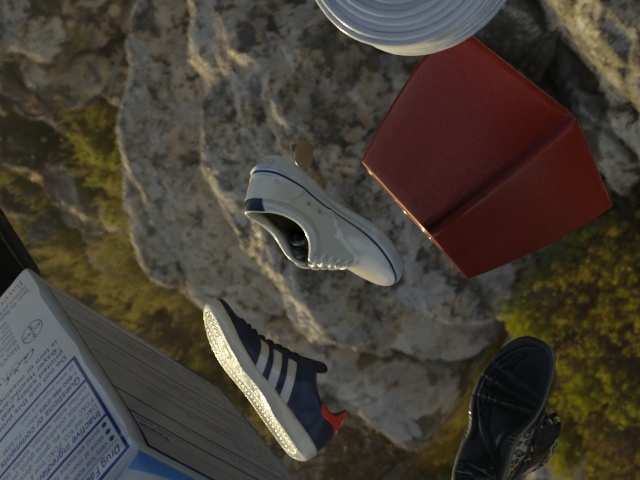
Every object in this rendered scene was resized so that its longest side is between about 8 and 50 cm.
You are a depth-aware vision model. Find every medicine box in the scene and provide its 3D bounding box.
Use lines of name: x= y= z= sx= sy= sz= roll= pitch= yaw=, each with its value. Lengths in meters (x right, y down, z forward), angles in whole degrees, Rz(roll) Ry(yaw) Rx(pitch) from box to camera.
medicine box: x=-0.157 y=0.195 z=0.707 sx=0.263 sy=0.149 sz=0.289 roll=42 pitch=177 yaw=-40

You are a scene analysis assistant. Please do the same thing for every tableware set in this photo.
tableware set: x=-0.038 y=-0.120 z=1.753 sx=0.020 sy=0.141 sz=0.168 roll=2 pitch=133 yaw=36

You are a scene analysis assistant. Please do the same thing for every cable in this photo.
cable: x=0.100 y=-0.336 z=0.923 sx=0.257 sy=0.089 sz=0.257 roll=-7 pitch=99 yaw=26

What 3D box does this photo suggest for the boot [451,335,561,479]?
boot: x=0.264 y=0.225 z=1.096 sx=0.085 sy=0.179 sz=0.236 roll=27 pitch=106 yaw=33

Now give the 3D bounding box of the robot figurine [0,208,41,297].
robot figurine: x=-0.462 y=0.066 z=0.933 sx=0.173 sy=0.278 sz=0.209 roll=55 pitch=164 yaw=11

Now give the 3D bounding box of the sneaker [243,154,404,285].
sneaker: x=0.000 y=0.000 z=1.075 sx=0.258 sy=0.091 sz=0.094 roll=36 pitch=151 yaw=-25

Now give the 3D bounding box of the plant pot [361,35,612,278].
plant pot: x=0.225 y=-0.104 z=1.230 sx=0.267 sy=0.236 sz=0.267 roll=51 pitch=-174 yaw=37

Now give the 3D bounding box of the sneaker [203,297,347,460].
sneaker: x=-0.082 y=0.238 z=1.594 sx=0.350 sy=0.148 sz=0.131 roll=55 pitch=156 yaw=1
